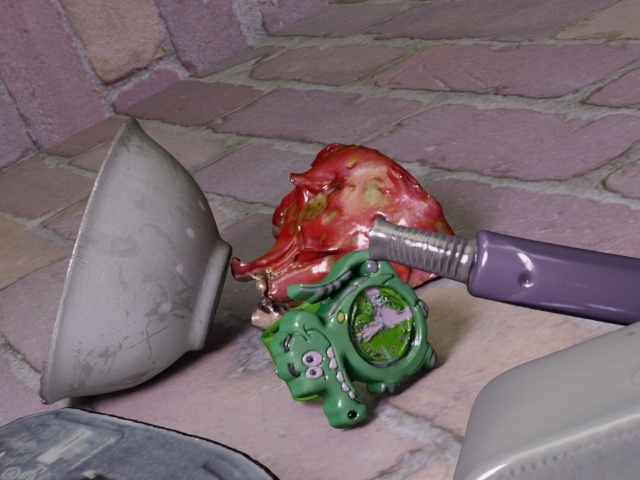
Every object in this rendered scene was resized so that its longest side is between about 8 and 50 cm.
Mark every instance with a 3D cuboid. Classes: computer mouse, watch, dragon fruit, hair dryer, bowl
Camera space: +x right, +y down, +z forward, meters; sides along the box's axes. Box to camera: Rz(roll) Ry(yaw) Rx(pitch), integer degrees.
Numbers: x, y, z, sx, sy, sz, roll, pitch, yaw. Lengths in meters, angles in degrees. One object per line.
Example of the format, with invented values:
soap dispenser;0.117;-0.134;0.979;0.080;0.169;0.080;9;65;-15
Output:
computer mouse;-0.148;0.226;1.122;0.203;0.114;0.374;-32;27;-32
watch;0.006;0.085;1.334;0.165;0.131;0.152;-34;9;-27
dragon fruit;0.000;0.000;1.570;0.211;0.134;0.262;-41;23;-21
hair dryer;0.211;0.021;1.043;0.361;0.121;0.301;11;10;-1
bowl;-0.176;0.040;1.566;0.146;0.313;0.313;17;20;-3

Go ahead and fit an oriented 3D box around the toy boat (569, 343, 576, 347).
toy boat;0.192;0.118;1.073;0.175;0.091;0.110;-31;-9;-32

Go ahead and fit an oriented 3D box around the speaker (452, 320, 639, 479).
speaker;0.276;0.111;0.806;0.406;0.183;0.184;-21;12;12
